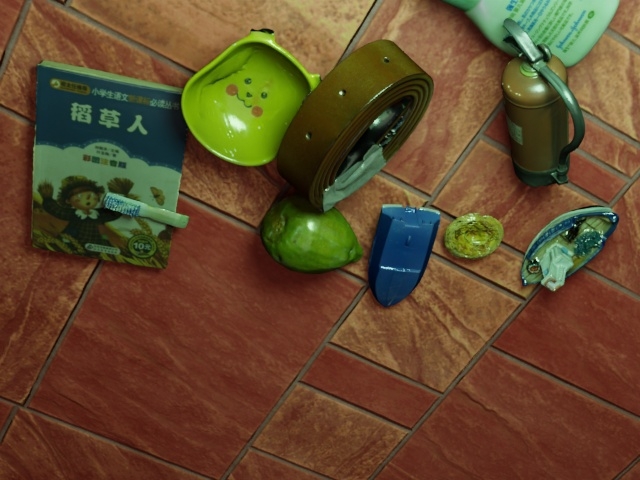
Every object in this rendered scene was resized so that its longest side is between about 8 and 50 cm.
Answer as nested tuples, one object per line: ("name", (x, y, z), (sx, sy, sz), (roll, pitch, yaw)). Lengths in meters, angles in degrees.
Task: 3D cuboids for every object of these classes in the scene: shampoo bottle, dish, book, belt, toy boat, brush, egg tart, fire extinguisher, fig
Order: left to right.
("book", (-0.436, -0.141, 1.747), (0.300, 0.039, 0.427), (10, 122, -6))
("brush", (-0.361, -0.059, 1.762), (0.179, 0.030, 0.033), (17, 111, -14))
("dish", (-0.129, -0.282, 1.618), (0.221, 0.108, 0.262), (38, 116, -21))
("fig", (-0.011, 0.006, 1.770), (0.233, 0.167, 0.167), (37, 115, -14))
("belt", (0.058, -0.212, 1.601), (0.338, 0.122, 0.217), (-50, 152, 19))
("toy boat", (0.167, 0.043, 1.844), (0.129, 0.088, 0.295), (6, 133, -4))
("egg tart", (0.325, -0.014, 1.822), (0.129, 0.049, 0.128), (-1, 128, -1))
("shampoo bottle", (0.330, -0.446, 1.489), (0.350, 0.151, 0.222), (20, 133, -13))
("fire extinguisher", (0.416, -0.227, 1.535), (0.113, 0.200, 0.376), (-49, 147, -13))
("toy boat", (0.525, 0.023, 1.805), (0.114, 0.115, 0.262), (32, 117, -19))
